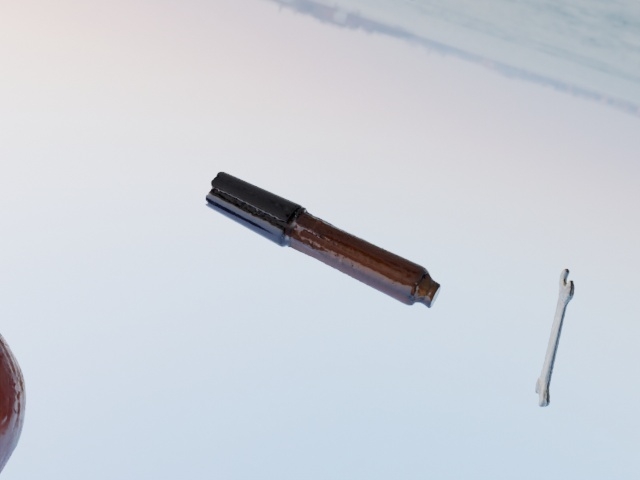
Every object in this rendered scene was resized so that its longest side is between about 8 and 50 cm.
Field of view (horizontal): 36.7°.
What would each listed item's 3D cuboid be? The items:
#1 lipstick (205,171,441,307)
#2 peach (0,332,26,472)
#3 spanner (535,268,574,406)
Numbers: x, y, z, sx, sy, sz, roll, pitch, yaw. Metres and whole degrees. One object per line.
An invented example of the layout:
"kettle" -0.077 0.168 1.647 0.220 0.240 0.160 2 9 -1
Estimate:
"lipstick" 0.000 0.000 1.568 0.418 0.077 0.077 26 -165 15
"peach" -0.661 0.285 1.560 0.289 0.373 0.372 3 -179 37
"spanner" 0.460 0.194 1.902 0.017 0.302 0.071 2 -153 -7
